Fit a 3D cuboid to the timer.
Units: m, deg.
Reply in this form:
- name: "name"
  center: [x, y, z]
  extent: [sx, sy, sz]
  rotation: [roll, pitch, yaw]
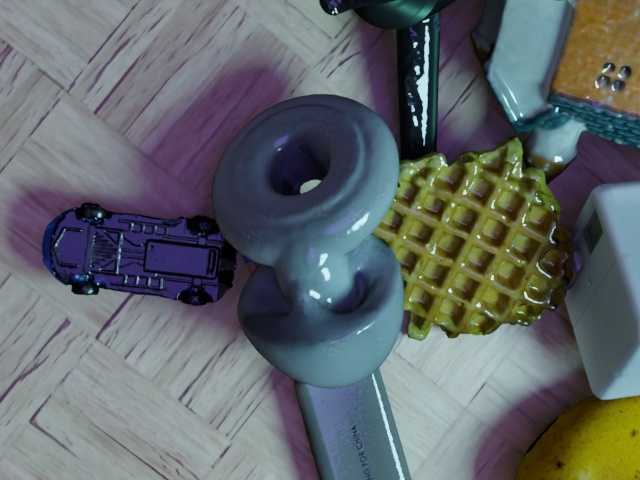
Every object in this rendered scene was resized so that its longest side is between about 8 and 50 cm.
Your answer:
- name: "timer"
  center: [0.398, 0.051, 1.406]
  extent: [0.195, 0.192, 0.194]
  rotation: [-6, 62, -9]

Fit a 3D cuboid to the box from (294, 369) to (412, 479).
- name: "box"
  center: [0.047, 0.261, 1.456]
  extent: [0.103, 0.055, 0.243]
  rotation: [-17, 95, -9]

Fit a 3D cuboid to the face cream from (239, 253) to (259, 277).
- name: "face cream"
  center: [-0.072, 0.023, 1.435]
  extent: [0.034, 0.034, 0.130]
  rotation: [-23, 96, -8]

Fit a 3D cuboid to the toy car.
- name: "toy car"
  center: [-0.201, 0.015, 1.397]
  extent: [0.216, 0.063, 0.103]
  rotation: [7, 91, -8]

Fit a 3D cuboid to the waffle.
- name: "waffle"
  center: [0.165, 0.005, 1.434]
  extent: [0.238, 0.059, 0.243]
  rotation: [-21, 107, 15]

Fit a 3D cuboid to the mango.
- name: "mango"
  center: [0.342, 0.276, 1.459]
  extent: [0.290, 0.160, 0.191]
  rotation: [-41, 90, -9]

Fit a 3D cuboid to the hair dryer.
- name: "hair dryer"
  center: [0.094, -0.199, 1.363]
  extent: [0.116, 0.244, 0.302]
  rotation: [5, 113, 23]

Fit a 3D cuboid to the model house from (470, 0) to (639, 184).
- name: "model house"
  center: [0.289, -0.208, 1.407]
  extent: [0.271, 0.190, 0.301]
  rotation: [17, 123, 4]

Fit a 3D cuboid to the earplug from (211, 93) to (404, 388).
- name: "earplug"
  center: [-0.004, 0.000, 1.360]
  extent: [0.214, 0.175, 0.325]
  rotation: [-8, 86, 19]
